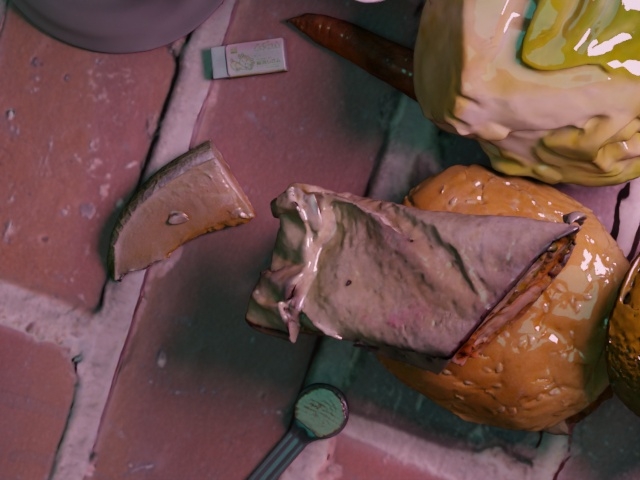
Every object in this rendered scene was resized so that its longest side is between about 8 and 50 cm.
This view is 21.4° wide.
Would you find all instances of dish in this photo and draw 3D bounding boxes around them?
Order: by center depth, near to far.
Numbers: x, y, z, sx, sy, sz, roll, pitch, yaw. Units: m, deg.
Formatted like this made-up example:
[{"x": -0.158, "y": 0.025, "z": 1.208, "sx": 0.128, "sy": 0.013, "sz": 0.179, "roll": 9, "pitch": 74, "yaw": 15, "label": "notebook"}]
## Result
[{"x": -0.234, "y": -0.360, "z": 1.839, "sx": 0.316, "sy": 0.106, "sz": 0.316, "roll": 0, "pitch": 92, "yaw": 11, "label": "dish"}]

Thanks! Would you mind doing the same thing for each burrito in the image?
[{"x": 0.089, "y": 0.040, "z": 1.655, "sx": 0.348, "sy": 0.107, "sz": 0.175, "roll": 6, "pitch": 106, "yaw": 26, "label": "burrito"}]

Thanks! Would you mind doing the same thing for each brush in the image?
[{"x": -0.065, "y": 0.264, "z": 1.861, "sx": 0.062, "sy": 0.027, "sz": 0.266, "roll": 41, "pitch": 99, "yaw": 8, "label": "brush"}]

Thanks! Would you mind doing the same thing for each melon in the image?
[{"x": -0.172, "y": -0.030, "z": 1.873, "sx": 0.182, "sy": 0.054, "sz": 0.098, "roll": -26, "pitch": 102, "yaw": 11, "label": "melon"}]

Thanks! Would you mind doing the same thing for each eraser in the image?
[{"x": -0.078, "y": -0.199, "z": 1.856, "sx": 0.083, "sy": 0.019, "sz": 0.038, "roll": -7, "pitch": 91, "yaw": 11, "label": "eraser"}]

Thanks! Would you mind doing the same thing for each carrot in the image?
[{"x": 0.065, "y": -0.198, "z": 1.819, "sx": 0.224, "sy": 0.057, "sz": 0.057, "roll": 28, "pitch": 96, "yaw": 15, "label": "carrot"}]

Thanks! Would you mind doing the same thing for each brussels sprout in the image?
[{"x": 0.261, "y": -0.210, "z": 1.655, "sx": 0.344, "sy": 0.268, "sz": 0.344, "roll": 2, "pitch": 84, "yaw": -15, "label": "brussels sprout"}]

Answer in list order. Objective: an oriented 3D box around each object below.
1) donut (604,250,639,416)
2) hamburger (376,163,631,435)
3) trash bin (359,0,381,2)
[{"x": 0.371, "y": 0.068, "z": 1.664, "sx": 0.107, "sy": 0.272, "sz": 0.272, "roll": 25, "pitch": 96, "yaw": 27, "label": "donut"}, {"x": 0.188, "y": 0.063, "z": 1.751, "sx": 0.283, "sy": 0.144, "sz": 0.259, "roll": 21, "pitch": 96, "yaw": 8, "label": "hamburger"}, {"x": 0.043, "y": -0.396, "z": 1.652, "sx": 0.256, "sy": 0.368, "sz": 0.296, "roll": 27, "pitch": 98, "yaw": 8, "label": "trash bin"}]
